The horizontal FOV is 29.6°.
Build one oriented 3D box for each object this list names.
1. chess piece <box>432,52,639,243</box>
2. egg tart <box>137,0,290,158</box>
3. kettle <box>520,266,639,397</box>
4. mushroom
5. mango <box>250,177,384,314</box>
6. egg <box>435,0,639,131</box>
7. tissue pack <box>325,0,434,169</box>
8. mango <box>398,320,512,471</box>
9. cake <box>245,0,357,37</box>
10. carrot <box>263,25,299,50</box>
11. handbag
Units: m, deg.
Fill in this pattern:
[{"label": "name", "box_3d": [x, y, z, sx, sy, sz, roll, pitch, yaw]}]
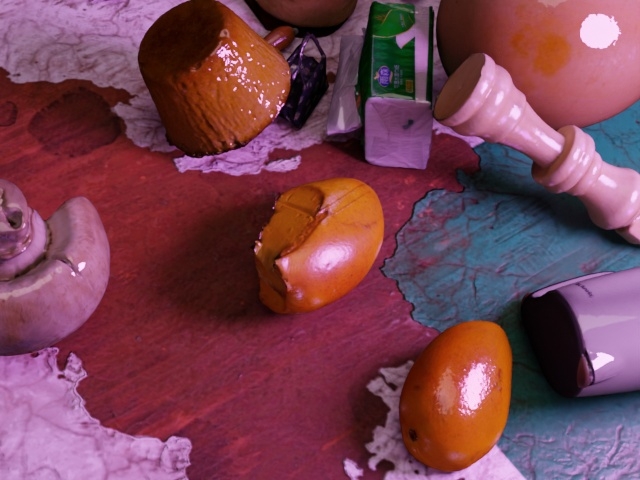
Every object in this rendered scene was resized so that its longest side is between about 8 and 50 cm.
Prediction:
[{"label": "chess piece", "box_3d": [0.346, -0.112, 1.724, 0.397, 0.117, 0.117, 33, 50, -18]}, {"label": "egg tart", "box_3d": [-0.163, -0.238, 1.739, 0.215, 0.171, 0.215, -15, 53, 20]}, {"label": "kettle", "box_3d": [0.409, 0.109, 1.621, 0.255, 0.165, 0.240, -11, 26, -13]}, {"label": "mushroom", "box_3d": [-0.380, 0.042, 1.495, 0.253, 0.195, 0.189, -15, 60, -17]}, {"label": "mango", "box_3d": [0.000, 0.000, 1.638, 0.153, 0.126, 0.252, 22, 45, 22]}, {"label": "egg", "box_3d": [0.357, -0.313, 1.826, 0.373, 0.301, 0.301, 5, 52, -14]}, {"label": "tissue pack", "box_3d": [0.093, -0.235, 1.817, 0.156, 0.148, 0.209, 5, 53, 2]}, {"label": "mango", "box_3d": [0.183, 0.187, 1.540, 0.141, 0.102, 0.217, 32, 56, 6]}, {"label": "cake", "box_3d": [-0.018, -0.451, 1.946, 0.185, 0.178, 0.208, 29, 57, 11]}, {"label": "carrot", "box_3d": [-0.090, -0.304, 1.910, 0.142, 0.035, 0.035, -34, 65, -25]}, {"label": "handbag", "box_3d": [-0.032, -0.257, 1.816, 0.072, 0.139, 0.115, 25, 54, 11]}]
